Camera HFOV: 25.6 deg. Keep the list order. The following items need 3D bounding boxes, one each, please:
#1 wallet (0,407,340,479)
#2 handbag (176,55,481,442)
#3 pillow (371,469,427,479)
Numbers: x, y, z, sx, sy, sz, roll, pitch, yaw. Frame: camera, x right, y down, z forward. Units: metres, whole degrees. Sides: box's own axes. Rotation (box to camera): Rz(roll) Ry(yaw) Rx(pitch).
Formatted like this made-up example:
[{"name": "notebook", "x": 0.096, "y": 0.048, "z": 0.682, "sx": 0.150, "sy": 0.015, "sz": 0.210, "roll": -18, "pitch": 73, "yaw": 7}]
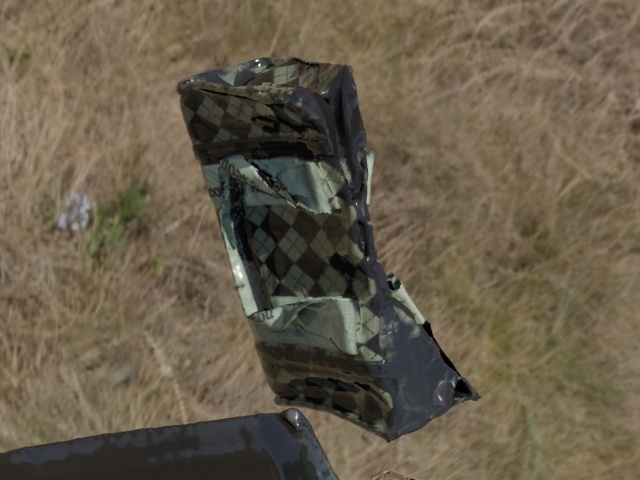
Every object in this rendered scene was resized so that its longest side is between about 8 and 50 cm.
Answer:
[{"name": "wallet", "x": -0.057, "y": 0.258, "z": 0.837, "sx": 0.041, "sy": 0.247, "sz": 0.323, "roll": -40, "pitch": 113, "yaw": -57}, {"name": "handbag", "x": 0.000, "y": 0.000, "z": 1.552, "sx": 0.180, "sy": 0.316, "sz": 0.416, "roll": -22, "pitch": 102, "yaw": -21}, {"name": "pillow", "x": 0.076, "y": 0.371, "z": 1.606, "sx": 0.034, "sy": 0.135, "sz": 0.211, "roll": 29, "pitch": 78, "yaw": -43}]
